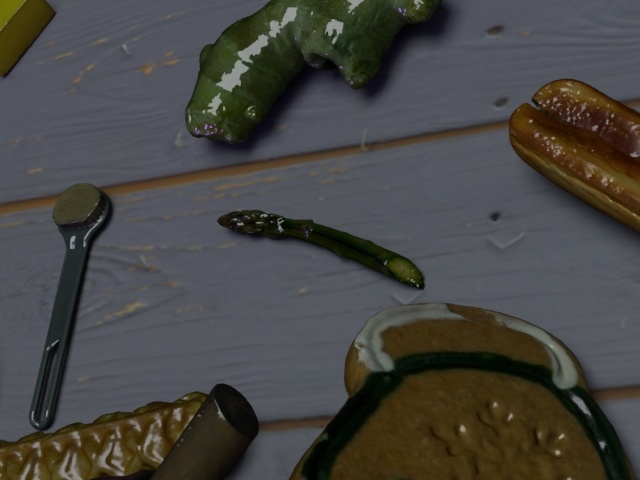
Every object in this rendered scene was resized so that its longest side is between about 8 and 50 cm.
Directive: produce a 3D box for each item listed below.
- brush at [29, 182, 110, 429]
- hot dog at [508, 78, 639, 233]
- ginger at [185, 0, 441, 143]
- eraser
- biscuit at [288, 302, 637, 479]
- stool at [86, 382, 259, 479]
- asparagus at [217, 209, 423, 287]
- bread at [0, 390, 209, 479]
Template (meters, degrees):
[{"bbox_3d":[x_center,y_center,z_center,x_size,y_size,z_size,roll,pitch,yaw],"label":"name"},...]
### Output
[{"bbox_3d":[-0.256,0.061,1.775,0.062,0.027,0.266,-7,59,26],"label":"brush"},{"bbox_3d":[0.266,-0.060,1.531,0.100,0.068,0.249,-41,52,-18],"label":"hot dog"},{"bbox_3d":[-0.010,-0.193,1.755,0.290,0.089,0.137,-22,72,12],"label":"ginger"},{"bbox_3d":[-0.374,-0.252,2.016,0.122,0.045,0.097,29,78,39],"label":"eraser"},{"bbox_3d":[0.111,0.182,1.369,0.287,0.057,0.344,4,47,-19],"label":"biscuit"},{"bbox_3d":[-0.075,0.267,1.377,0.178,0.272,0.272,-39,49,24],"label":"stool"},{"bbox_3d":[0.000,0.001,1.668,0.236,0.027,0.034,17,61,35],"label":"asparagus"},{"bbox_3d":[-0.241,0.209,1.646,0.367,0.084,0.077,-14,96,20],"label":"bread"}]
